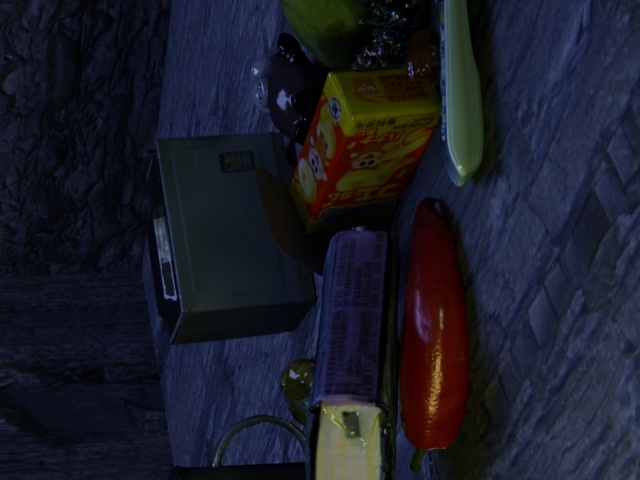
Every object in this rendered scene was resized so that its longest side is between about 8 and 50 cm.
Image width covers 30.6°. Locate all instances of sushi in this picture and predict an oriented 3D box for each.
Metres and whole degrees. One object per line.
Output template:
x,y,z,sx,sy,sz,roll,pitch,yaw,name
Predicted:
0.136,-0.242,1.519,0.120,0.055,0.052,-85,-17,-65,sushi

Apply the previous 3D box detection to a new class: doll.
-0.045,-0.249,2.028,0.257,0.117,0.182,-125,31,-57,doll

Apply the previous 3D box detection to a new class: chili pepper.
0.149,0.129,1.504,0.137,0.092,0.368,-26,-58,-87,chili pepper

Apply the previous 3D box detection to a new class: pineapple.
0.081,-0.253,1.628,0.221,0.103,0.083,104,158,-45,pineapple

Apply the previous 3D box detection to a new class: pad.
0.000,0.000,1.738,0.002,0.266,0.176,-37,45,21,pad

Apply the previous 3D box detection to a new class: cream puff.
0.010,0.240,1.914,0.146,0.116,0.146,24,133,30,cream puff

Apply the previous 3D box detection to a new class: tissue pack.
0.047,0.183,1.538,0.361,0.122,0.259,-79,-9,-55,tissue pack

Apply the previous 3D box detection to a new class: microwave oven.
-0.185,-0.001,2.247,0.218,0.286,0.354,123,138,-64,microwave oven

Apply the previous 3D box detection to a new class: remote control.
0.167,-0.216,1.424,0.103,0.051,0.293,58,-152,-82,remote control

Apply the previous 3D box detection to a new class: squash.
0.009,-0.323,1.644,0.370,0.118,0.118,30,-124,-77,squash

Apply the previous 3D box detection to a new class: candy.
0.058,-0.124,1.635,0.276,0.146,0.088,115,140,-53,candy

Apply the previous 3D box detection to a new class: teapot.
-0.099,0.419,1.893,0.200,0.337,0.270,169,100,-73,teapot

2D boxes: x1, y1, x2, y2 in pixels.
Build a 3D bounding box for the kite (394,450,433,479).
0.102,0.378,1.621,0.183,0.010,0.160,-33,47,36,kite
